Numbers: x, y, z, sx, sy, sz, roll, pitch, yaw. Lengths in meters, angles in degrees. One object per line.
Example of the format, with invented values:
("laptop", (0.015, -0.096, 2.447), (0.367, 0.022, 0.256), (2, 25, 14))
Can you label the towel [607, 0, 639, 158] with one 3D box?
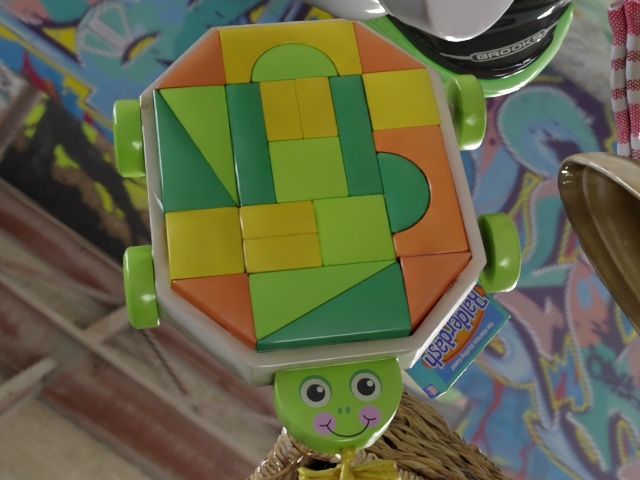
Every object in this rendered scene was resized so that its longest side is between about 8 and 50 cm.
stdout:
("towel", (0.210, -0.059, 0.544), (0.029, 0.144, 0.197), (30, 143, 49))

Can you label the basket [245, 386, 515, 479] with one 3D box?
("basket", (0.019, 0.304, 0.911), (0.213, 0.299, 0.223), (41, -162, 17))

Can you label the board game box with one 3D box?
("board game box", (0.130, 0.081, 1.412), (0.210, 0.160, 0.047), (46, 148, 1))

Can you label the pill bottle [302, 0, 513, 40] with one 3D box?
("pill bottle", (0.011, -0.207, 0.638), (0.229, 0.131, 0.131), (33, -179, 34))

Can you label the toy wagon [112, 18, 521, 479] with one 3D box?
("toy wagon", (0.000, 0.000, 0.722), (0.068, 0.267, 0.344), (99, 164, -62))

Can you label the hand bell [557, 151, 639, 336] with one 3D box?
("hand bell", (0.218, -0.044, 0.366), (0.126, 0.242, 0.126), (55, 178, 3))

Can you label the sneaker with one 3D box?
("sneaker", (0.026, -0.319, 0.970), (0.483, 0.185, 0.202), (25, 148, -6))
